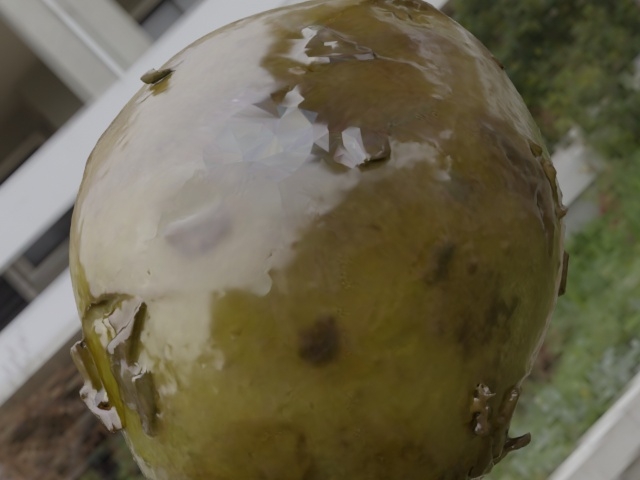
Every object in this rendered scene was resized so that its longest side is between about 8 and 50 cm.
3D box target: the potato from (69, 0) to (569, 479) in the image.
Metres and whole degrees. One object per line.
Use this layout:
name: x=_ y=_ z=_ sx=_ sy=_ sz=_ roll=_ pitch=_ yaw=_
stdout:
potato: x=0.000 y=0.000 z=0.488 sx=0.137 sy=0.137 sz=0.176 roll=-46 pitch=38 yaw=37
